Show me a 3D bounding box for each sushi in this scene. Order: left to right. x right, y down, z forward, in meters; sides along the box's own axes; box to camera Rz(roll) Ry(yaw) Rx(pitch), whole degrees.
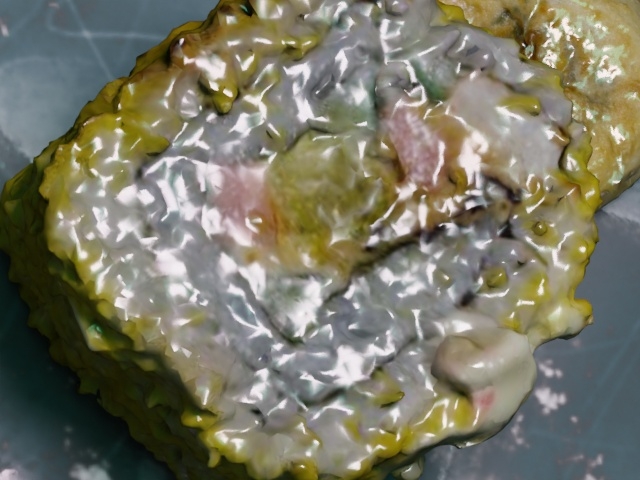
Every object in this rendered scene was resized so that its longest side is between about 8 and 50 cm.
[{"bbox_3d":[0.000,0.000,1.386,0.396,0.240,0.351,-39,91,-23],"label":"sushi"}]

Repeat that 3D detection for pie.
[{"bbox_3d":[0.175,-0.136,1.618,0.274,0.055,0.274,8,68,-21],"label":"pie"}]
